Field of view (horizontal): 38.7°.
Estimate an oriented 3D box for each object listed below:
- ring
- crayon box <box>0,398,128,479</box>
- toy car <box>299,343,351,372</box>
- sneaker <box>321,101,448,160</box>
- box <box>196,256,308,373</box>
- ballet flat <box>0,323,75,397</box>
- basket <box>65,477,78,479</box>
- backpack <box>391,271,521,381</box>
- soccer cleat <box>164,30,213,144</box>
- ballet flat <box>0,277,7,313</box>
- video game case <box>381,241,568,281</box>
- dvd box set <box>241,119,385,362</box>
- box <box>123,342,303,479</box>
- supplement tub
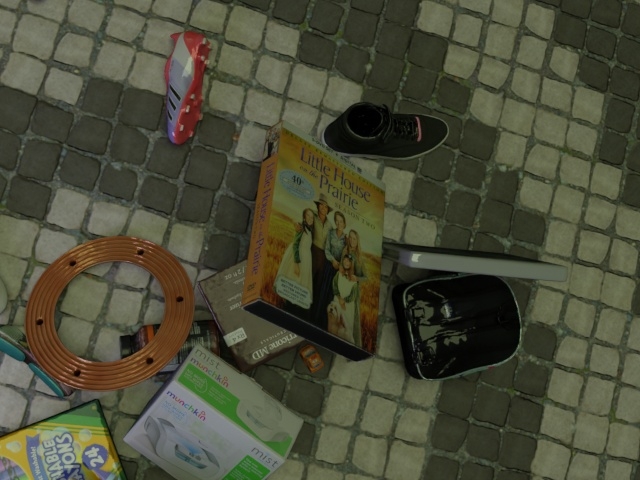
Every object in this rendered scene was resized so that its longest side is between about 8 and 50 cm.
[{"bbox_3d":[-0.415,0.143,1.804,0.336,0.032,0.337,-1,62,1],"label":"ring"},{"bbox_3d":[-0.552,0.462,1.767,0.322,0.083,0.203,-21,87,-14],"label":"crayon box"},{"bbox_3d":[0.019,0.242,1.947,0.122,0.040,0.060,-13,86,-14],"label":"toy car"},{"bbox_3d":[0.160,-0.241,1.989,0.295,0.147,0.105,-4,82,-14],"label":"sneaker"},{"bbox_3d":[-0.126,0.137,1.848,0.168,0.167,0.203,-27,88,-2],"label":"box"},{"bbox_3d":[-0.566,0.220,1.808,0.221,0.077,0.079,41,58,-10],"label":"ballet flat"},{"bbox_3d":[-0.469,0.655,1.585,0.328,0.266,0.331,-36,108,13],"label":"basket"},{"bbox_3d":[0.290,0.176,1.939,0.253,0.191,0.225,-12,88,-7],"label":"backpack"},{"bbox_3d":[-0.297,-0.326,1.942,0.095,0.083,0.248,10,85,18],"label":"soccer cleat"},{"bbox_3d":[-0.773,0.011,1.742,0.139,0.139,0.400,-45,97,-14],"label":"ballet flat"},{"bbox_3d":[0.300,0.041,1.905,0.328,0.300,0.036,6,93,-12],"label":"video game case"},{"bbox_3d":[0.000,0.000,1.830,0.307,0.062,0.421,30,51,-32],"label":"dvd box set"},{"bbox_3d":[-0.207,0.367,1.775,0.262,0.231,0.127,38,36,-6],"label":"box"},{"bbox_3d":[-0.305,0.218,1.844,0.197,0.106,0.106,-4,83,-12],"label":"supplement tub"}]
